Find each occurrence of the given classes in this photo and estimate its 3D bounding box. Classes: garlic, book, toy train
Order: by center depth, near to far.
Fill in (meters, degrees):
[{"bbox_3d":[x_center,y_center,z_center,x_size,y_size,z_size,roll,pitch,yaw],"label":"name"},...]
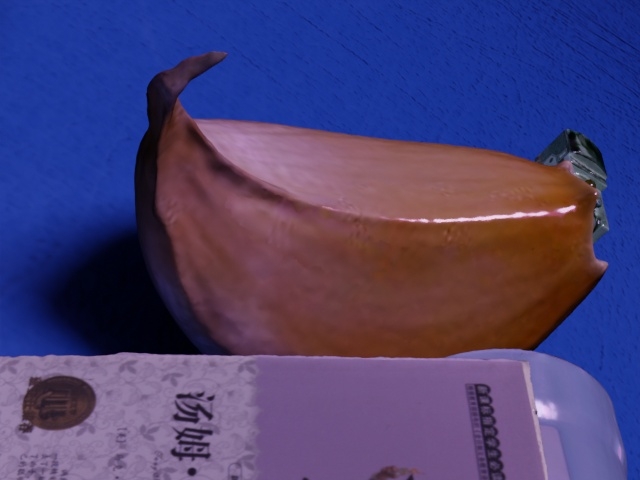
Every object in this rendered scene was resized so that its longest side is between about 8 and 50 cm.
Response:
[{"bbox_3d":[-0.019,0.084,0.382,0.181,0.014,0.127,1,42,-2],"label":"book"},{"bbox_3d":[0.001,0.009,0.491,0.206,0.128,0.115,11,88,-35],"label":"garlic"},{"bbox_3d":[0.134,-0.018,0.706,0.033,0.053,0.083,29,34,-21],"label":"toy train"}]

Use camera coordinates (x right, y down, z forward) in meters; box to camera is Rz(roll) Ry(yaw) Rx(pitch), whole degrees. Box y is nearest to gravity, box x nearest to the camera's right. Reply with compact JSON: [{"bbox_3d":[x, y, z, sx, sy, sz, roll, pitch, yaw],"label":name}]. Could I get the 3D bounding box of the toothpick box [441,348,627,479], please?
[{"bbox_3d":[0.065,0.125,0.428,0.101,0.101,0.153,26,35,-24],"label":"toothpick box"}]
